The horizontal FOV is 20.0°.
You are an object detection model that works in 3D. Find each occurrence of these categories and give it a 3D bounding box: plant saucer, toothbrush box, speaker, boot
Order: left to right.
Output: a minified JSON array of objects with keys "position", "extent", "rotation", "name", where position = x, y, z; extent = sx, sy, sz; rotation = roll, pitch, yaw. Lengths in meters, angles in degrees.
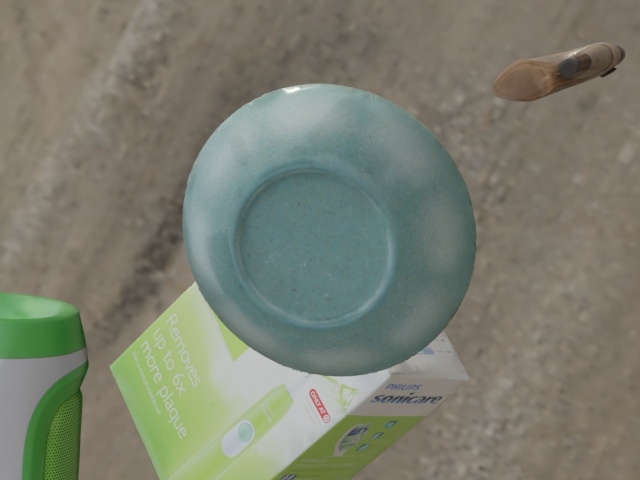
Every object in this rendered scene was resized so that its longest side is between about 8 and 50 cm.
[{"position":[-0.218,0.188,1.176],"extent":[0.131,0.131,0.296],"rotation":[17,105,60],"name":"speaker"},{"position":[-0.035,0.120,1.657],"extent":[0.283,0.122,0.206],"rotation":[-42,61,28],"name":"toothbrush box"},{"position":[0.000,0.000,1.145],"extent":[0.195,0.195,0.037],"rotation":[-52,-1,21],"name":"plant saucer"},{"position":[0.239,-0.166,1.787],"extent":[0.118,0.087,0.042],"rotation":[-11,93,40],"name":"boot"}]
